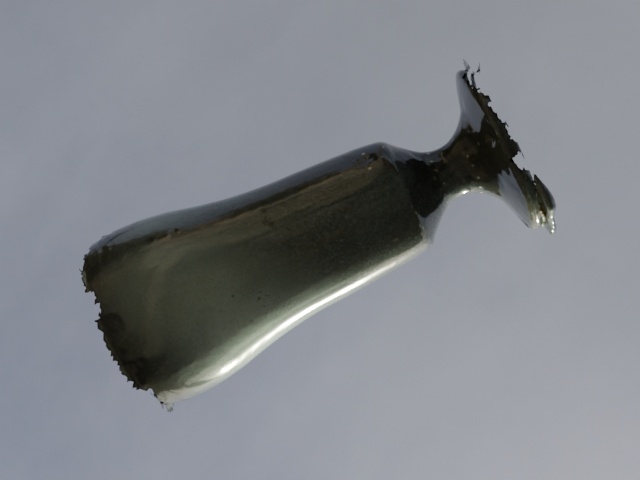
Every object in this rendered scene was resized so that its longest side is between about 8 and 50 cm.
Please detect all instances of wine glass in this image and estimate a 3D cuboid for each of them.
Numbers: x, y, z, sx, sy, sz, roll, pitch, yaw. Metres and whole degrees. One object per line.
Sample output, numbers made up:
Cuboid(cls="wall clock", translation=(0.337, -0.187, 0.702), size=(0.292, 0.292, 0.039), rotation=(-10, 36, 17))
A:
Cuboid(cls="wine glass", translation=(0.000, 0.000, 0.348), size=(0.155, 0.072, 0.072), rotation=(-25, -81, 5))
